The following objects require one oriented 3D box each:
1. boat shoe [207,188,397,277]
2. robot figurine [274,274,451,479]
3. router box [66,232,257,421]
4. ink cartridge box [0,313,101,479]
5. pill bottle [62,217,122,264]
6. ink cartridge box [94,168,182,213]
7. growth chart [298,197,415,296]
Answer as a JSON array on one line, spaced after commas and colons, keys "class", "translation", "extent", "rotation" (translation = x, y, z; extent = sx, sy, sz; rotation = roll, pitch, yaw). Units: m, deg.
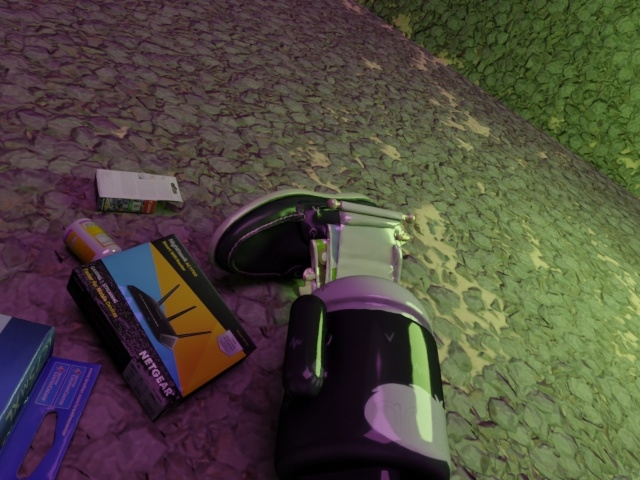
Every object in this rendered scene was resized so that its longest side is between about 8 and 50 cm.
[{"class": "boat shoe", "translation": [-0.001, 0.003, 0.722], "extent": [0.113, 0.127, 0.340], "rotation": [38, 27, 31]}, {"class": "robot figurine", "translation": [0.041, 0.168, 0.514], "extent": [0.173, 0.209, 0.278], "rotation": [8, 47, -4]}, {"class": "router box", "translation": [-0.177, 0.089, 0.552], "extent": [0.179, 0.046, 0.133], "rotation": [51, 41, 10]}, {"class": "ink cartridge box", "translation": [-0.367, 0.129, 0.399], "extent": [0.311, 0.065, 0.186], "rotation": [20, 38, -15]}, {"class": "pill bottle", "translation": [-0.276, 0.013, 0.602], "extent": [0.083, 0.043, 0.043], "rotation": [40, 39, 14]}, {"class": "ink cartridge box", "translation": [-0.268, -0.070, 0.716], "extent": [0.115, 0.029, 0.063], "rotation": [2, 44, -32]}, {"class": "growth chart", "translation": [0.048, 0.058, 0.667], "extent": [0.171, 0.021, 0.237], "rotation": [14, 81, -27]}]
